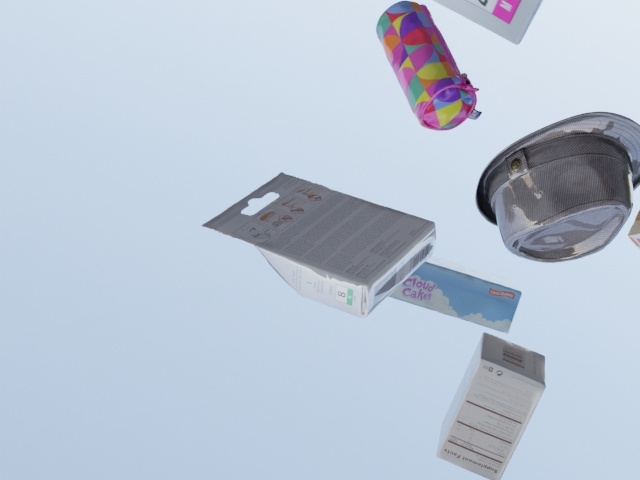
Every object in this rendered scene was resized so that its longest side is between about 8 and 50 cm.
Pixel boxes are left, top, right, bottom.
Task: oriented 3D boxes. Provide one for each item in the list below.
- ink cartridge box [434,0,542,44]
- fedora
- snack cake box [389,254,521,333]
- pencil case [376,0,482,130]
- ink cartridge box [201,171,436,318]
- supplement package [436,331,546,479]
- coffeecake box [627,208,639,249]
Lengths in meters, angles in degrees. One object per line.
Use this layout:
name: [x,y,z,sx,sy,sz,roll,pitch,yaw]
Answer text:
ink cartridge box: [0.086,-0.278,0.794,0.239,0.275,0.060,29,-101,5]
fedora: [0.361,-0.055,1.517,0.244,0.275,0.124,32,-137,-42]
snack cake box: [0.241,0.088,2.000,0.264,0.089,0.152,17,-172,1]
pencil case: [0.165,-0.271,1.598,0.104,0.104,0.236,-3,-133,-23]
ink cartridge box: [0.000,0.000,1.236,0.225,0.056,0.181,17,-148,26]
supplement package: [0.256,0.249,1.558,0.105,0.179,0.105,22,-158,3]
coffeecake box: [0.620,0.017,1.693,0.185,0.142,0.068,43,-119,-20]
